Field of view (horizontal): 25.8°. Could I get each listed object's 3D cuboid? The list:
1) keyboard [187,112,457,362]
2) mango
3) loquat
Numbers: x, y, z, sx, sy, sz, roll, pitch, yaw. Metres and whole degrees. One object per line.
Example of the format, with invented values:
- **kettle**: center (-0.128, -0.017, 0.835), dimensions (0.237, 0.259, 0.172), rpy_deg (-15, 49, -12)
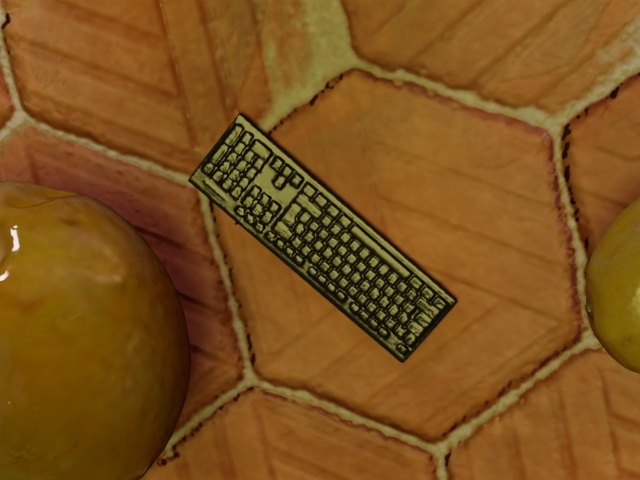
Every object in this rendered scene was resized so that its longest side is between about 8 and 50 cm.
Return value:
- **keyboard**: center (0.000, 0.000, 0.985), dimensions (0.202, 0.011, 0.067), rpy_deg (41, 110, 2)
- **mango**: center (0.257, 0.013, 0.871), dimensions (0.194, 0.092, 0.130), rpy_deg (-20, 97, 16)
- **loquat**: center (-0.204, 0.080, 0.962), dimensions (0.244, 0.244, 0.244), rpy_deg (4, 106, 15)
